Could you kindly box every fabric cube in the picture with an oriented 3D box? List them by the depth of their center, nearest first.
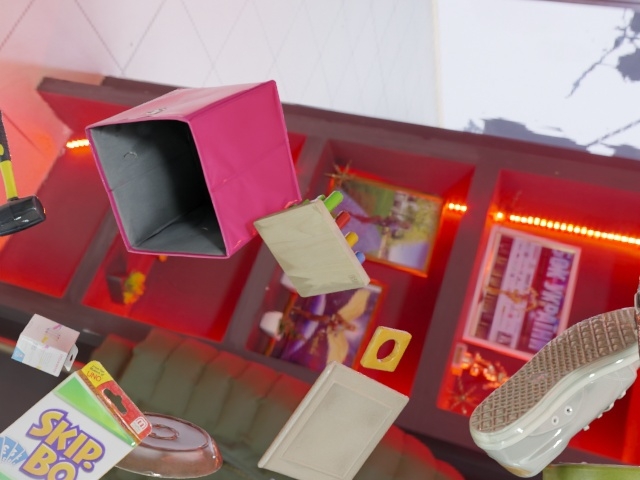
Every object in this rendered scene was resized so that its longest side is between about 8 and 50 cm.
[{"bbox_3d":[-0.224,-0.140,1.239,0.258,0.254,0.259,-42,127,-49],"label":"fabric cube"}]

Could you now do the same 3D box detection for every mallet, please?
[{"bbox_3d":[-0.392,-0.095,0.848,0.039,0.062,0.190,83,-8,-65],"label":"mallet"}]

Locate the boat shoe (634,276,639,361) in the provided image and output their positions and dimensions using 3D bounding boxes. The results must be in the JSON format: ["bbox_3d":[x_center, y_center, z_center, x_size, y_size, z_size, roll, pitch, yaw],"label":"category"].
[{"bbox_3d":[0.559,0.128,1.063,0.302,0.114,0.091,-48,174,-39],"label":"boat shoe"}]

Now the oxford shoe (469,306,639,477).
[{"bbox_3d":[0.460,0.262,1.187,0.449,0.169,0.130,-31,101,-19],"label":"oxford shoe"}]

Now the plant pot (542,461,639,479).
[{"bbox_3d":[0.498,0.557,1.098,0.366,0.366,0.353,54,37,-66],"label":"plant pot"}]

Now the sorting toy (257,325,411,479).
[{"bbox_3d":[0.019,0.268,0.968,0.196,0.047,0.348,33,94,-40],"label":"sorting toy"}]

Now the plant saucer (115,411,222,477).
[{"bbox_3d":[-0.368,0.450,1.493,0.310,0.310,0.050,12,92,-72],"label":"plant saucer"}]

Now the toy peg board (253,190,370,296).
[{"bbox_3d":[0.000,0.000,1.102,0.079,0.161,0.161,-46,112,-39],"label":"toy peg board"}]

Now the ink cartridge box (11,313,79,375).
[{"bbox_3d":[-0.702,0.275,1.718,0.092,0.143,0.090,-57,-166,28],"label":"ink cartridge box"}]

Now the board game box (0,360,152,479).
[{"bbox_3d":[-0.349,0.280,0.832,0.259,0.124,0.039,-41,179,-10],"label":"board game box"}]
